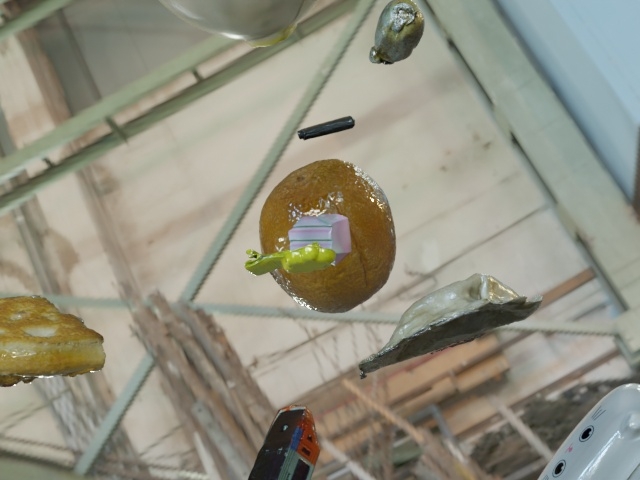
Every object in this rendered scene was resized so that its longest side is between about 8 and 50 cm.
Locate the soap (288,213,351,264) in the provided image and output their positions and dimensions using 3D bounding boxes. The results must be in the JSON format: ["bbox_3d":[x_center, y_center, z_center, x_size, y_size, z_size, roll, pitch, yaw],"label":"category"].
[{"bbox_3d":[0.000,0.000,2.020,0.056,0.100,0.149,-10,5,-35],"label":"soap"}]

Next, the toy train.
[{"bbox_3d":[-0.090,0.454,1.681,0.086,0.409,0.089,-21,-55,44],"label":"toy train"}]

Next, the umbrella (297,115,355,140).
[{"bbox_3d":[0.014,-0.251,2.352,0.133,0.031,0.036,-15,-13,0],"label":"umbrella"}]

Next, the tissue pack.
[{"bbox_3d":[0.516,0.421,1.820,0.333,0.229,0.236,-54,-11,5],"label":"tissue pack"}]

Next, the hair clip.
[{"bbox_3d":[-0.053,0.032,1.842,0.173,0.046,0.072,-4,-22,28],"label":"hair clip"}]

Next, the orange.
[{"bbox_3d":[0.023,-0.002,2.416,0.322,0.322,0.357,-26,-54,-5],"label":"orange"}]

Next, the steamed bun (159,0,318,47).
[{"bbox_3d":[-0.154,-0.525,1.853,0.334,0.374,0.334,-43,-27,-28],"label":"steamed bun"}]

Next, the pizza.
[{"bbox_3d":[-0.529,0.165,1.696,0.409,0.114,0.278,4,9,6],"label":"pizza"}]

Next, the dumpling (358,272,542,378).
[{"bbox_3d":[0.204,0.118,1.699,0.332,0.086,0.166,-22,-27,-7],"label":"dumpling"}]

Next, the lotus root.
[{"bbox_3d":[0.134,-0.362,1.849,0.088,0.088,0.165,-17,-20,-22],"label":"lotus root"}]
